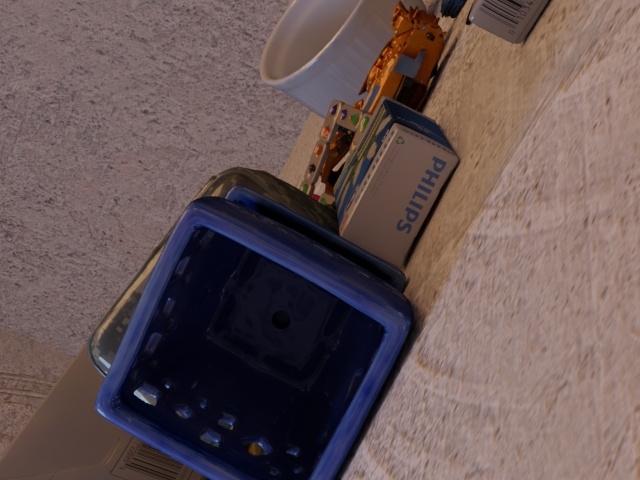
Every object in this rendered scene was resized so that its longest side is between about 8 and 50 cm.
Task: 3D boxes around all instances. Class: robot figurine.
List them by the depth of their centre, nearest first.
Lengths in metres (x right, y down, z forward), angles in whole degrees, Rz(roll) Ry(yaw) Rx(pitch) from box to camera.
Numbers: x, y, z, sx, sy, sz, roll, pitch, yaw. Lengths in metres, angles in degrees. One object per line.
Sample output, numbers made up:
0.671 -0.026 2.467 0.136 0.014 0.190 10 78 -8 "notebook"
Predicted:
0.080 -0.175 1.989 0.291 0.085 0.211 -63 6 15 "robot figurine"

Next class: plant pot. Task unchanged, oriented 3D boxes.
-0.053 0.092 1.422 0.236 0.236 0.212 -63 0 15 "plant pot"

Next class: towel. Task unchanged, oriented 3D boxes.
0.195 -0.365 2.029 0.067 0.029 0.119 -58 9 44 "towel"

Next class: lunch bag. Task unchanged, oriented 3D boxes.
-0.081 0.075 1.683 0.305 0.212 0.256 -53 -10 6 "lunch bag"

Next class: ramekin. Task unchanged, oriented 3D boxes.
0.042 -0.323 2.332 0.277 0.135 0.277 -41 27 26 "ramekin"

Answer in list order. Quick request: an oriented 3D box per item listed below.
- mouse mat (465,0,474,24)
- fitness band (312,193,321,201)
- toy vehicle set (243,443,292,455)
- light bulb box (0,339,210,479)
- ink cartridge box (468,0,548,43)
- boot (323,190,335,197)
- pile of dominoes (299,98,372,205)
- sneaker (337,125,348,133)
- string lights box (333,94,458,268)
0.235 -0.378 1.855 0.153 0.007 0.190 124 169 -54 "mouse mat"
-0.043 0.030 2.373 0.209 0.054 0.291 -63 8 13 "fitness band"
-0.087 0.299 1.753 0.166 0.035 0.267 -64 6 5 "toy vehicle set"
-0.284 0.380 1.813 0.358 0.225 0.361 -62 -9 -62 "light bulb box"
0.264 -0.409 1.459 0.330 0.071 0.324 -74 10 -49 "ink cartridge box"
0.047 -0.100 2.220 0.087 0.042 0.118 -60 6 -18 "boot"
0.007 -0.053 1.886 0.196 0.040 0.251 29 100 59 "pile of dominoes"
0.068 -0.243 2.489 0.082 0.069 0.209 -55 2 -23 "sneaker"
0.079 -0.071 1.619 0.133 0.076 0.260 -62 7 11 "string lights box"
